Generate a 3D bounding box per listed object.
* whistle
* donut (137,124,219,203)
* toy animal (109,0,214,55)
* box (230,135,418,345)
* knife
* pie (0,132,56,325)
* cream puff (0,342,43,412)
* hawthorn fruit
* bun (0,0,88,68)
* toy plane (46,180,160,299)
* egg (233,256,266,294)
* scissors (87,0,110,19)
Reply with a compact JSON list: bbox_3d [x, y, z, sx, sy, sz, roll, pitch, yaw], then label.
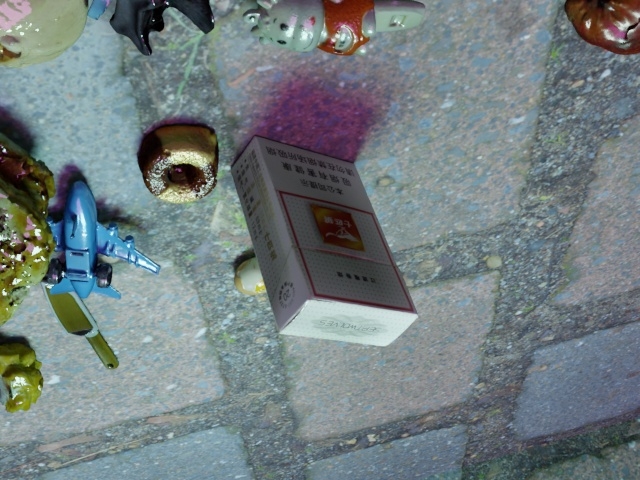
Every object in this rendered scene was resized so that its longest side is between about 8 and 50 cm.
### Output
[{"bbox_3d":[0.020,-0.300,1.138,0.253,0.105,0.102,-6,-176,-18],"label":"whistle"},{"bbox_3d":[-0.216,-0.116,1.314,0.141,0.059,0.140,-10,142,-7],"label":"donut"},{"bbox_3d":[-0.143,-0.312,0.953,0.117,0.210,0.121,29,157,5],"label":"toy animal"},{"bbox_3d":[0.000,0.000,1.326,0.210,0.330,0.095,12,134,-35],"label":"box"},{"bbox_3d":[-0.457,0.168,1.610,0.061,0.027,0.343,-12,144,-2],"label":"knife"},{"bbox_3d":[-0.593,-0.023,1.168,0.418,0.180,0.395,17,132,-28],"label":"pie"},{"bbox_3d":[-0.590,0.251,1.596,0.156,0.156,0.121,9,94,-33],"label":"cream puff"},{"bbox_3d":[0.437,-0.352,1.206,0.174,0.179,0.173,16,133,18],"label":"hawthorn fruit"},{"bbox_3d":[-0.376,-0.259,0.964,0.223,0.127,0.222,-4,149,-3],"label":"bun"},{"bbox_3d":[-0.389,0.012,1.373,0.254,0.105,0.271,5,145,-7],"label":"toy plane"},{"bbox_3d":[-0.125,0.069,1.586,0.083,0.071,0.071,-28,143,16],"label":"egg"},{"bbox_3d":[-0.201,-0.370,0.955,0.030,0.125,0.256,25,116,-18],"label":"scissors"}]
